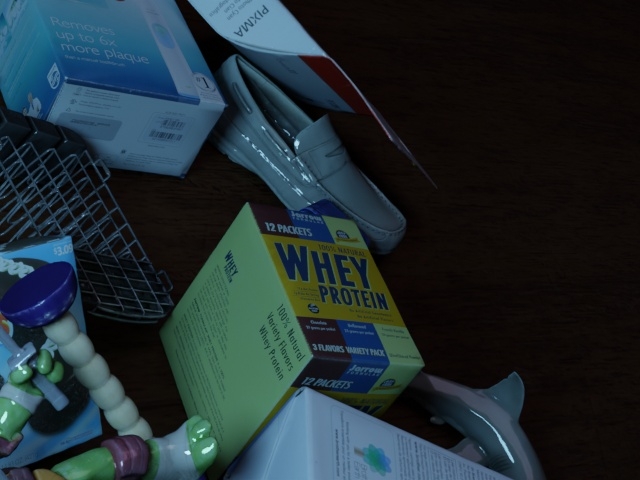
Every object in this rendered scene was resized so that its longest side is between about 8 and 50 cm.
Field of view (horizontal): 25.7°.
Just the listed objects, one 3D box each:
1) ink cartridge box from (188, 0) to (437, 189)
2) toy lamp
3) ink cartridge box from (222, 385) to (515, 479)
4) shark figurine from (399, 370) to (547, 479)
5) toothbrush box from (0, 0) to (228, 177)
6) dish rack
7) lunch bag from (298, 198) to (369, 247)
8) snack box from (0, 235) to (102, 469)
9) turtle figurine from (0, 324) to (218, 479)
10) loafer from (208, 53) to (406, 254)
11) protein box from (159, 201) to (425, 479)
[{"bbox_3d":[-0.023,-0.210,1.793,0.385,0.091,0.308,51,6,16],"label":"ink cartridge box"},{"bbox_3d":[-0.178,0.144,1.224,0.275,0.080,0.080,62,23,-26],"label":"toy lamp"},{"bbox_3d":[0.112,0.338,1.271,0.395,0.151,0.270,25,36,-22],"label":"ink cartridge box"},{"bbox_3d":[0.164,0.180,1.570,0.278,0.116,0.166,34,31,-7],"label":"shark figurine"},{"bbox_3d":[-0.270,-0.228,1.668,0.216,0.126,0.296,7,42,-37],"label":"toothbrush box"},{"bbox_3d":[-0.264,-0.020,1.415,0.272,0.074,0.208,57,19,21],"label":"dish rack"},{"bbox_3d":[0.000,0.000,1.681,0.098,0.067,0.065,42,33,10],"label":"lunch bag"},{"bbox_3d":[-0.324,0.116,1.150,0.322,0.060,0.187,-18,103,-51],"label":"snack box"},{"bbox_3d":[-0.185,0.177,1.072,0.266,0.275,0.198,5,15,-34],"label":"turtle figurine"},{"bbox_3d":[-0.017,-0.105,1.756,0.319,0.111,0.112,37,33,2],"label":"loafer"},{"bbox_3d":[-0.035,0.107,1.392,0.136,0.201,0.200,8,42,-36],"label":"protein box"}]
